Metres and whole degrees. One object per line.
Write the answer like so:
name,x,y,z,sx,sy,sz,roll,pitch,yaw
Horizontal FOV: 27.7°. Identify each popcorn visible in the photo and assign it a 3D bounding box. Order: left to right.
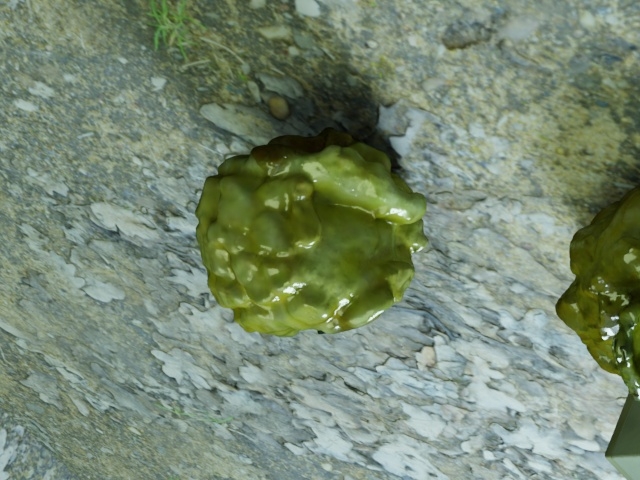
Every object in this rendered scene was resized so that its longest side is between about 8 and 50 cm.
popcorn,-0.002,-0.009,1.481,0.293,0.293,0.237,-11,86,48

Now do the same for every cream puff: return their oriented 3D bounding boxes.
cream puff,0.368,0.077,1.330,0.282,0.185,0.282,25,151,15

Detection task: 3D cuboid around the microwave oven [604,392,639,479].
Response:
microwave oven,0.491,0.267,1.528,0.240,0.145,0.194,45,144,-21
